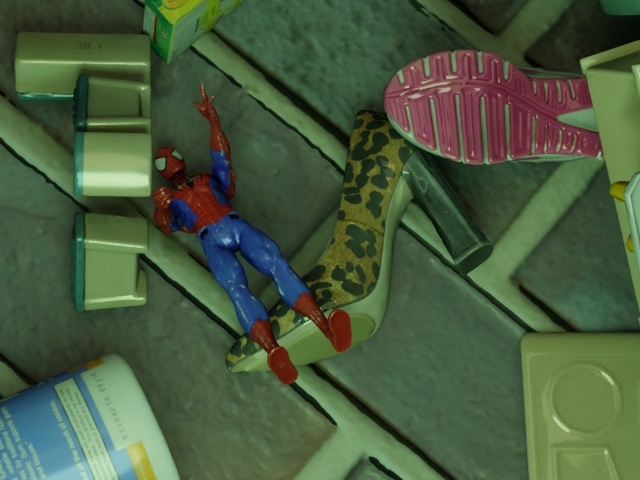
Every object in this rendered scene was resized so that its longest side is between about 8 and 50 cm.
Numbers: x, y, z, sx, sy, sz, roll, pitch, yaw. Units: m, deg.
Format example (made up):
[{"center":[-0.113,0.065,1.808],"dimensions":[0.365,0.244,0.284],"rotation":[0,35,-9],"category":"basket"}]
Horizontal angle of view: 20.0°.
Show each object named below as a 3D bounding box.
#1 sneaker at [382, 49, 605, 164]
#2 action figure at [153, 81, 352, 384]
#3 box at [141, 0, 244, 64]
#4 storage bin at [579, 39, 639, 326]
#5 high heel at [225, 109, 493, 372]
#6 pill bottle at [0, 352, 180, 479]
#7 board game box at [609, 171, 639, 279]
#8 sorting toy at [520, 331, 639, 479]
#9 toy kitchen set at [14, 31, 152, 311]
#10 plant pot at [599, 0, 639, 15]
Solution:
[{"center":[0.172,-0.112,1.652],"dimensions":[0.252,0.111,0.103],"rotation":[7,88,-15],"category":"sneaker"},{"center":[-0.082,-0.019,1.544],"dimensions":[0.091,0.139,0.280],"rotation":[-30,46,-12],"category":"action figure"},{"center":[-0.085,-0.246,1.671],"dimensions":[0.179,0.105,0.043],"rotation":[-40,84,-16],"category":"box"},{"center":[0.388,-0.067,1.598],"dimensions":[0.260,0.123,0.262],"rotation":[-19,103,-16],"category":"storage bin"},{"center":[0.000,0.000,1.628],"dimensions":[0.261,0.093,0.186],"rotation":[-29,64,-8],"category":"high heel"},{"center":[-0.260,0.210,1.486],"dimensions":[0.272,0.152,0.152],"rotation":[-23,77,-13],"category":"pill bottle"},{"center":[0.454,0.078,1.550],"dimensions":[0.390,0.050,0.390],"rotation":[-17,104,-17],"category":"board game box"},{"center":[0.276,0.181,1.618],"dimensions":[0.193,0.038,0.208],"rotation":[0,68,-6],"category":"sorting toy"},{"center":[-0.214,-0.064,1.625],"dimensions":[0.122,0.166,0.207],"rotation":[1,36,-6],"category":"toy kitchen set"},{"center":[0.333,-0.314,1.669],"dimensions":[0.293,0.293,0.196],"rotation":[-10,102,-9],"category":"plant pot"}]
